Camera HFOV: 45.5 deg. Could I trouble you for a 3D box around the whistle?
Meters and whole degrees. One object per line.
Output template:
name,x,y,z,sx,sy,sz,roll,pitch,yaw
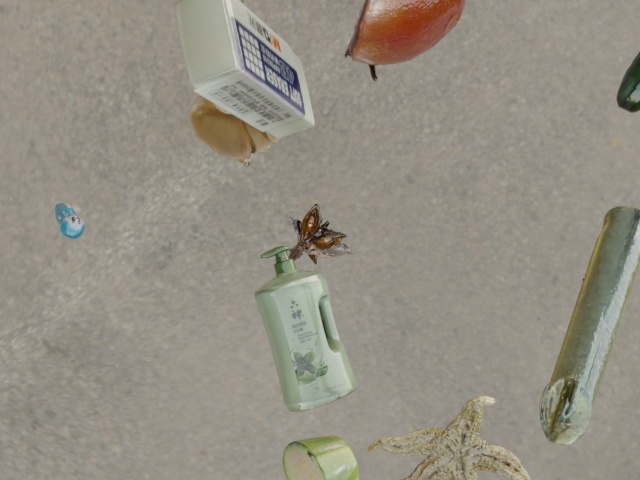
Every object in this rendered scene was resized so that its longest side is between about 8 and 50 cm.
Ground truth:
whistle,0.319,0.085,0.882,0.057,0.068,0.326,19,53,20

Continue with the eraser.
eraser,-0.097,-0.242,1.084,0.279,0.081,0.124,17,57,-68

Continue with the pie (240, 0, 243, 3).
pie,-0.162,-0.421,1.323,0.020,0.084,0.084,-33,95,-29

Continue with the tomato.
tomato,0.167,-0.423,1.307,0.170,0.309,0.309,19,71,-3

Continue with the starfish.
starfish,0.247,0.428,1.464,0.302,0.060,0.299,-7,109,9

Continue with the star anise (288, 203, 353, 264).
star anise,-0.001,0.003,1.756,0.157,0.212,0.053,14,45,6

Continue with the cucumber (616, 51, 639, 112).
cucumber,0.750,-0.382,1.672,0.115,0.063,0.244,37,110,4

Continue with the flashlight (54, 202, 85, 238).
flashlight,-0.531,-0.043,1.600,0.051,0.129,0.051,-15,120,-28

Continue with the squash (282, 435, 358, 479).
squash,0.006,0.518,1.729,0.122,0.170,0.170,-17,88,-29

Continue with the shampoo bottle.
shampoo bottle,-0.028,0.121,1.117,0.118,0.087,0.234,-16,89,-33

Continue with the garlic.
garlic,-0.190,-0.271,1.754,0.217,0.228,0.110,11,63,-1
